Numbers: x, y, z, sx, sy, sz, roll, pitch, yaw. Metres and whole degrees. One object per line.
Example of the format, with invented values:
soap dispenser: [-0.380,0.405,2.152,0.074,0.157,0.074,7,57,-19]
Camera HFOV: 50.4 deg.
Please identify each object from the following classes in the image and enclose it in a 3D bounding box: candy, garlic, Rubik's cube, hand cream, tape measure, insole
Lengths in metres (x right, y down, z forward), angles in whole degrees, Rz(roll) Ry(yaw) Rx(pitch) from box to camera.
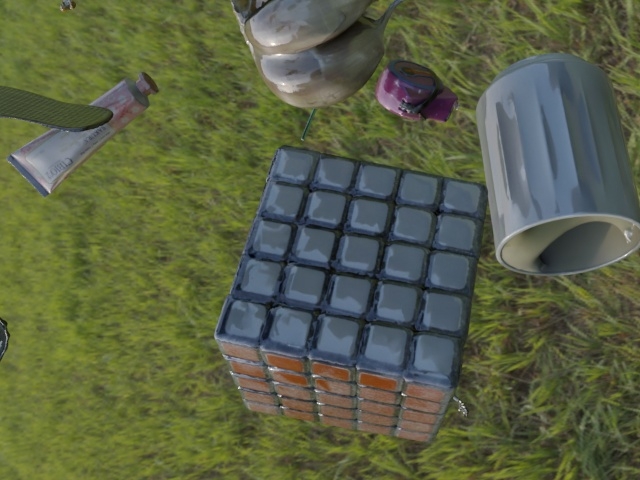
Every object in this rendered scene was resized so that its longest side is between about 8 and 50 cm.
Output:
candy: [-0.005,-0.315,1.564,0.058,0.062,0.194,16,74,21]
garlic: [-0.009,-0.348,1.095,0.292,0.210,0.237,0,48,21]
Rubik's cube: [0.038,0.066,0.754,0.237,0.238,0.237,90,-169,-62]
hand cream: [-0.291,-0.136,0.843,0.210,0.067,0.043,-34,25,12]
tape measure: [0.156,-0.249,1.149,0.125,0.118,0.074,59,139,40]
insole: [-0.342,-0.153,0.768,0.253,0.086,0.005,13,126,20]

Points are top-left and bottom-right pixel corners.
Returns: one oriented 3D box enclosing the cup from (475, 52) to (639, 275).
cup: [0.419,-0.115,1.196,0.237,0.323,0.326,-13,60,22]

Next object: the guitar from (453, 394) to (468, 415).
guitar: [0.254,0.319,1.518,0.233,0.025,0.088,40,136,53]

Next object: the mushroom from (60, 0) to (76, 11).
mushroom: [-0.420,-0.533,1.246,0.026,0.028,0.286,-10,59,44]

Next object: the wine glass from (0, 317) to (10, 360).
wine glass: [-0.343,0.032,0.578,0.183,0.122,0.122,55,128,37]
